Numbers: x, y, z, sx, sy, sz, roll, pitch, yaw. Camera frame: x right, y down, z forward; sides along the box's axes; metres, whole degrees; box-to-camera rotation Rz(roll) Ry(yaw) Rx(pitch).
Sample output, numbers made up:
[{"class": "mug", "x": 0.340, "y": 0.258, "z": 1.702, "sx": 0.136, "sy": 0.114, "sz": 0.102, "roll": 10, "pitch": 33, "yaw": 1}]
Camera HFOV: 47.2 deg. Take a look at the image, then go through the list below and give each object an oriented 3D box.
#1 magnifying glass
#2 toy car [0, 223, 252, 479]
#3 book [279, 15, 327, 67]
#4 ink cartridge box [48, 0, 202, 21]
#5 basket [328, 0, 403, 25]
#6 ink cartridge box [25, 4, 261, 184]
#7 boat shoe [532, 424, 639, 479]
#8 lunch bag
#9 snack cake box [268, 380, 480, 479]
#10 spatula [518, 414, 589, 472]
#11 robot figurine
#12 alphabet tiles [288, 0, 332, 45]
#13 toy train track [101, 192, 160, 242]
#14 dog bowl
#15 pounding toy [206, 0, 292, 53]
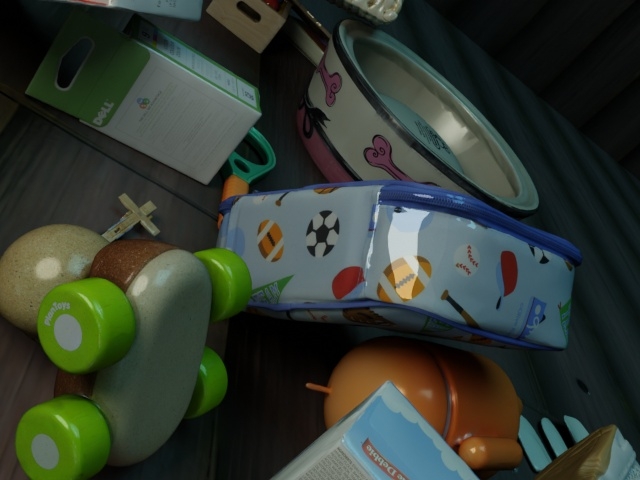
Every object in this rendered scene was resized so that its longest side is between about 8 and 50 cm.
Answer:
[{"class": "magnifying glass", "x": -0.095, "y": -0.079, "z": 0.850, "sx": 0.092, "sy": 0.026, "sz": 0.231, "roll": 32, "pitch": 30, "yaw": -22}, {"class": "toy car", "x": -0.171, "y": 0.050, "z": 0.495, "sx": 0.188, "sy": 0.149, "sz": 0.155, "roll": 22, "pitch": 15, "yaw": 22}, {"class": "book", "x": 0.000, "y": -0.352, "z": 1.363, "sx": 0.144, "sy": 0.035, "sz": 0.096, "roll": 46, "pitch": 23, "yaw": 5}, {"class": "ink cartridge box", "x": -0.284, "y": -0.254, "z": 0.659, "sx": 0.275, "sy": 0.060, "sz": 0.239, "roll": 18, "pitch": 17, "yaw": 24}, {"class": "basket", "x": 0.058, "y": -0.525, "z": 1.133, "sx": 0.266, "sy": 0.328, "sz": 0.331, "roll": 28, "pitch": 14, "yaw": -7}, {"class": "ink cartridge box", "x": -0.176, "y": -0.154, "z": 0.752, "sx": 0.209, "sy": 0.109, "sz": 0.062, "roll": 27, "pitch": 31, "yaw": -30}, {"class": "boat shoe", "x": 0.143, "y": 0.182, "z": 0.385, "sx": 0.096, "sy": 0.098, "sz": 0.277, "roll": 52, "pitch": 30, "yaw": 17}, {"class": "lunch bag", "x": 0.056, "y": 0.027, "z": 0.649, "sx": 0.243, "sy": 0.303, "sz": 0.115, "roll": 15, "pitch": 82, "yaw": -40}, {"class": "snack cake box", "x": 0.073, "y": 0.244, "z": 0.475, "sx": 0.264, "sy": 0.152, "sz": 0.089, "roll": 48, "pitch": 27, "yaw": 7}, {"class": "spatula", "x": 0.323, "y": 0.311, "z": 0.871, "sx": 0.168, "sy": 0.019, "sz": 0.242, "roll": 21, "pitch": 34, "yaw": -39}, {"class": "robot figurine", "x": 0.091, "y": 0.154, "z": 0.661, "sx": 0.219, "sy": 0.128, "sz": 0.158, "roll": 19, "pitch": 40, "yaw": -42}, {"class": "alphabet tiles", "x": -0.012, "y": -0.392, "z": 1.330, "sx": 0.198, "sy": 0.009, "sz": 0.237, "roll": 45, "pitch": 8, "yaw": -2}, {"class": "toy train track", "x": -0.176, "y": -0.013, "z": 0.659, "sx": 0.048, "sy": 0.014, "sz": 0.083, "roll": 49, "pitch": 32, "yaw": -6}, {"class": "dog bowl", "x": 0.138, "y": -0.147, "z": 1.129, "sx": 0.408, "sy": 0.150, "sz": 0.408, "roll": 33, "pitch": 28, "yaw": -20}, {"class": "pounding toy", "x": -0.118, "y": -0.396, "z": 1.185, "sx": 0.141, "sy": 0.100, "sz": 0.130, "roll": 36, "pitch": 27, "yaw": -16}]
